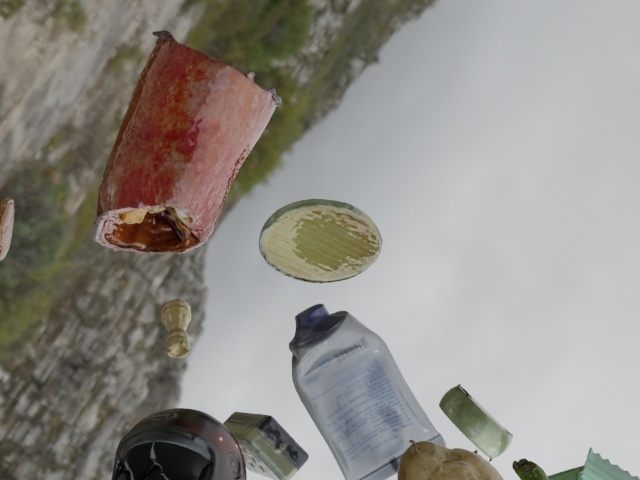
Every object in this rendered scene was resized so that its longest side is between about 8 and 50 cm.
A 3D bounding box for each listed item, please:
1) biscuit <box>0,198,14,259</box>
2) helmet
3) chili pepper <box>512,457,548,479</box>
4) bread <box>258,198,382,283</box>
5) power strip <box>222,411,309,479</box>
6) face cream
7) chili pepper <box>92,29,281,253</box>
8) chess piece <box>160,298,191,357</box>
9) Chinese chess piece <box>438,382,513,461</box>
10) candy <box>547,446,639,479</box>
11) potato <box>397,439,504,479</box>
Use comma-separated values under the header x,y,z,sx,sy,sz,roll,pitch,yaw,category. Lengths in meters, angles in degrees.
x,y,z,sx,sy,sz,roll,pitch,yaw,category
-0.632,-0.024,1.935,0.102,0.019,0.130,-93,-165,-63,biscuit
-0.205,0.350,1.422,0.189,0.216,0.193,-9,-161,23,helmet
0.407,0.482,1.730,0.052,0.202,0.050,-18,176,-43,chili pepper
0.000,0.000,2.043,0.267,0.267,0.040,-47,-150,42,bread
-0.104,0.351,1.655,0.070,0.105,0.256,-47,-173,-20,power strip
0.073,0.325,2.076,0.235,0.420,0.137,-30,-172,-1,face cream
-0.200,-0.124,1.452,0.251,0.229,0.305,-15,-123,64,chili pepper
-0.304,0.189,2.041,0.066,0.066,0.122,-50,-147,31,chess piece
0.359,0.422,2.248,0.083,0.188,0.188,-47,-170,2,Chinese chess piece
0.621,0.633,2.307,0.172,0.263,0.398,-54,-174,-27,candy
0.183,0.348,1.178,0.128,0.235,0.161,-25,150,-22,potato
